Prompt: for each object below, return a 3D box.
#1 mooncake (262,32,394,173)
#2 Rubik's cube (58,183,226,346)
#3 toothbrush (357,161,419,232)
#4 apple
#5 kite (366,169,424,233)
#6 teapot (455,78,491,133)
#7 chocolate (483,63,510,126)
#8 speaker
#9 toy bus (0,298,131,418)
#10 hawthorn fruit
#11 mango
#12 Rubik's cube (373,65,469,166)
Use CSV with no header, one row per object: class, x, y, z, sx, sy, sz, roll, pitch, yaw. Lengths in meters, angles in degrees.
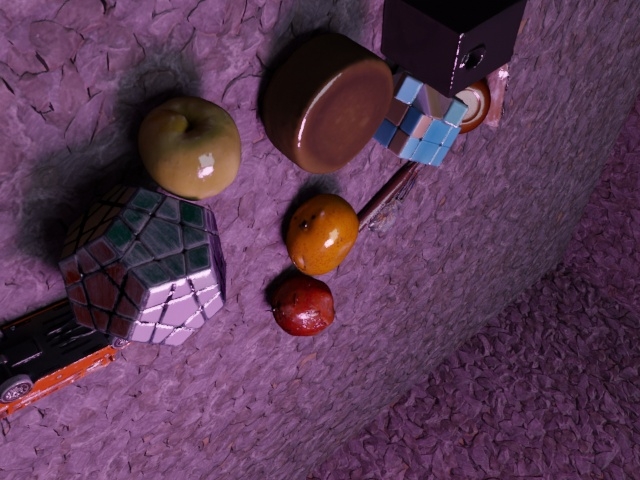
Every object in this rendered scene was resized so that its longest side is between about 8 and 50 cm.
mooncake,0.011,-0.292,1.423,0.284,0.155,0.284,-35,151,-24
Rubik's cube,-0.320,0.045,1.244,0.319,0.318,0.264,20,85,-59
toothbrush,0.219,-0.163,1.983,0.364,0.041,0.041,-47,151,-3
apple,-0.232,-0.165,1.213,0.200,0.200,0.200,-34,148,-25
kite,0.236,-0.120,2.079,0.141,0.015,0.245,0,128,-56
teapot,0.373,-0.405,1.836,0.178,0.135,0.252,-2,114,-16
chocolate,0.468,-0.449,1.898,0.083,0.161,0.261,-6,139,0
speaker,0.306,-0.490,1.512,0.254,0.232,0.184,-33,149,-25
toy bus,-0.521,0.215,1.322,0.329,0.143,0.153,-27,154,-35
hawthorn fruit,-0.064,0.190,1.877,0.235,0.181,0.181,-5,129,-51
mango,0.000,0.000,1.769,0.191,0.159,0.290,-46,161,-19
Rubik's cube,0.250,-0.318,1.659,0.265,0.224,0.213,4,121,-49
